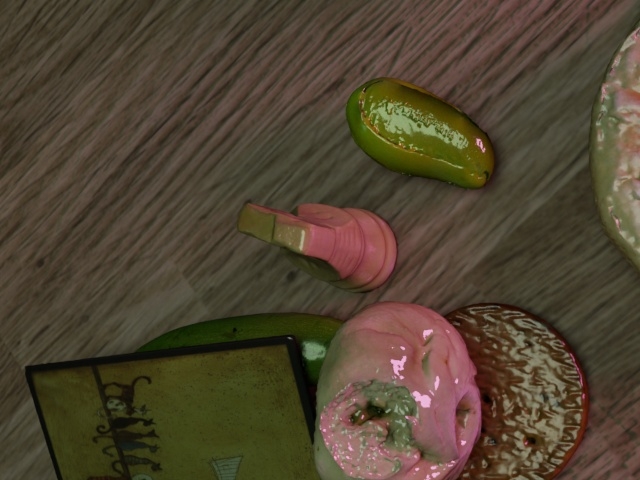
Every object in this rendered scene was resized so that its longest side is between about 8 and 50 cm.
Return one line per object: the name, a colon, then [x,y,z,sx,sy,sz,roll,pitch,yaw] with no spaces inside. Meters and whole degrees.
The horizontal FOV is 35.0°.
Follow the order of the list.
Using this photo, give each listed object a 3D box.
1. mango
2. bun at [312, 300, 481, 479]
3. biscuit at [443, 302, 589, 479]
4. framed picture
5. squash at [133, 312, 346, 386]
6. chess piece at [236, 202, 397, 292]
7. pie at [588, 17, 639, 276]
mango: [0.101,-0.104,1.021,0.165,0.074,0.091,34,93,12]
bun: [0.075,0.149,0.905,0.128,0.193,0.178,4,99,24]
biscuit: [0.165,0.153,0.985,0.188,0.027,0.187,-2,84,26]
framed picture: [-0.148,0.237,1.081,0.339,0.014,0.255,-9,102,24]
squash: [-0.084,0.120,1.075,0.293,0.082,0.082,-8,81,25]
chess piece: [0.000,0.000,0.983,0.090,0.200,0.090,-3,82,25]
pie: [0.383,-0.076,0.883,0.338,0.075,0.337,-2,85,25]
